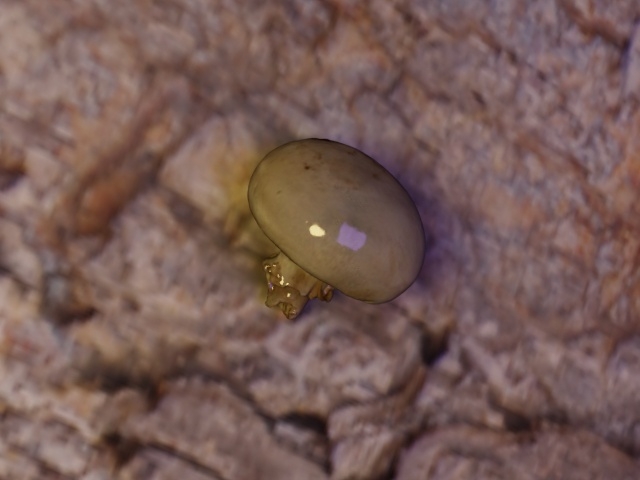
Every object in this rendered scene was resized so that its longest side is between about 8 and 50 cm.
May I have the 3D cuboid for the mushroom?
[{"bbox_3d":[0.000,0.000,0.868,0.085,0.085,0.079,23,121,-35],"label":"mushroom"}]
